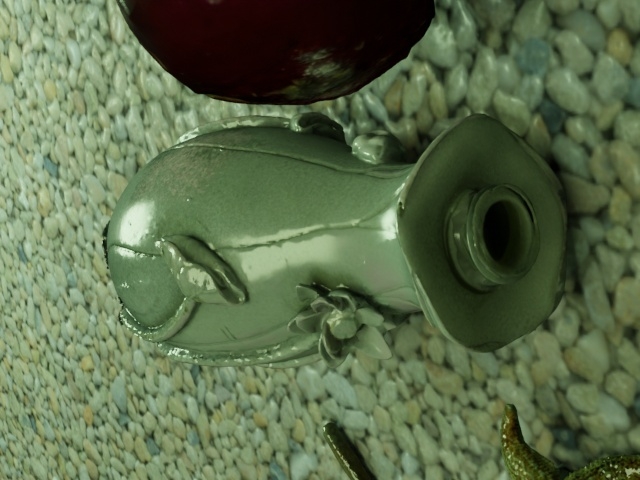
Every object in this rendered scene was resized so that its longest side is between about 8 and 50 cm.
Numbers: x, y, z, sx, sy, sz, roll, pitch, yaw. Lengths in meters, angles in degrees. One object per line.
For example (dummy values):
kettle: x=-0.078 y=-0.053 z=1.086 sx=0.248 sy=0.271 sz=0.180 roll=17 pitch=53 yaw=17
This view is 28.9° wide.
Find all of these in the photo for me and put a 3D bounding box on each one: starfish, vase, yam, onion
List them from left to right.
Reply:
vase: x=0.000 y=0.000 z=1.107 sx=0.445 sy=0.250 sz=0.250 roll=-3 pitch=101 yaw=49
yam: x=0.036 y=0.242 z=1.311 sx=0.116 sy=0.021 sz=0.021 roll=57 pitch=140 yaw=23
onion: x=0.036 y=-0.305 z=0.913 sx=0.420 sy=0.398 sz=0.398 roll=-10 pitch=97 yaw=10
starfish: x=0.206 y=0.235 z=1.027 sx=0.223 sy=0.050 sz=0.217 roll=-20 pitch=95 yaw=35

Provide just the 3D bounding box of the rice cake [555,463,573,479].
rice cake: x=0.222 y=0.298 z=1.075 sx=0.034 sy=0.043 sz=0.211 roll=-12 pitch=92 yaw=42
